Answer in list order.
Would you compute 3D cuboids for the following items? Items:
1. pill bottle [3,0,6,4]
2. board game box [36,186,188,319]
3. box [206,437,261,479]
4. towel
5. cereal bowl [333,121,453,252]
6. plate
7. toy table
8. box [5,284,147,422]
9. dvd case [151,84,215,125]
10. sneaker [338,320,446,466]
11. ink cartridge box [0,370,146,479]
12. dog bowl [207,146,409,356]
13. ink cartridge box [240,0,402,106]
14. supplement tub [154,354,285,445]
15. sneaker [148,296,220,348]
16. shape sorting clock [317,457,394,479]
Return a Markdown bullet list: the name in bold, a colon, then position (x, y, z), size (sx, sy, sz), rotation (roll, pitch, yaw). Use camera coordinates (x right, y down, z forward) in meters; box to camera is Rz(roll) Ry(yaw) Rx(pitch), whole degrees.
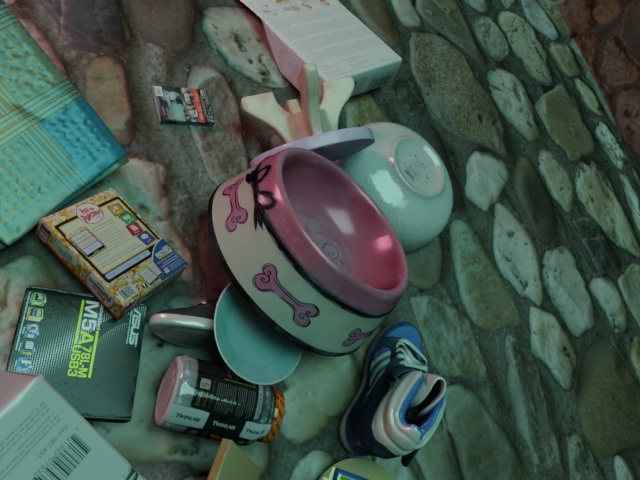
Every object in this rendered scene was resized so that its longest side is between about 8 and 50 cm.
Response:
- **pill bottle**: position (-0.571, -0.354, 0.931), size (0.078, 0.078, 0.137), rotation (-12, 75, -37)
- **board game box**: position (-0.342, 0.015, 0.894), size (0.193, 0.045, 0.147), rotation (46, 41, 4)
- **box**: position (-0.150, 0.420, 0.800), size (0.021, 0.164, 0.201), rotation (7, 54, 18)
- **towel**: position (-0.523, -0.206, 0.856), size (0.370, 0.040, 0.271), rotation (53, 54, -14)
- **cereal bowl**: position (0.198, -0.148, 1.306), size (0.339, 0.141, 0.339), rotation (15, 60, -29)
- **plate**: position (-0.104, 0.150, 0.912), size (0.188, 0.024, 0.188), rotation (18, 61, -37)
- **toy table**: position (-0.032, -0.250, 1.148), size (0.274, 0.252, 0.161), rotation (-15, 85, -26)
- **box**: position (-0.374, 0.176, 0.827), size (0.184, 0.045, 0.191), rotation (14, 61, -26)
- **dvd case**: position (-0.287, -0.283, 1.128), size (0.119, 0.013, 0.087), rotation (-6, 71, -37)
- **sneaker**: position (0.178, 0.265, 1.027), size (0.130, 0.236, 0.323), rotation (43, 52, -9)
- **ink cartridge box**: position (-0.346, 0.346, 0.651), size (0.223, 0.129, 0.307), rotation (-52, 120, -39)
- **dog bowl**: position (0.000, 0.000, 0.999), size (0.408, 0.150, 0.408), rotation (36, 30, -25)
- **ink cartridge box**: position (-0.018, -0.529, 1.407), size (0.308, 0.091, 0.385), rotation (-31, 70, -39)
- **supplement tub**: position (-0.162, 0.265, 0.878), size (0.190, 0.117, 0.117), rotation (22, 57, -23)
- **sneaker**: position (-0.165, 0.111, 0.966), size (0.295, 0.104, 0.147), rotation (10, 61, -36)
- **shape sorting clock**: position (0.065, 0.500, 0.964), size (0.206, 0.040, 0.206), rotation (8, 71, -24)
